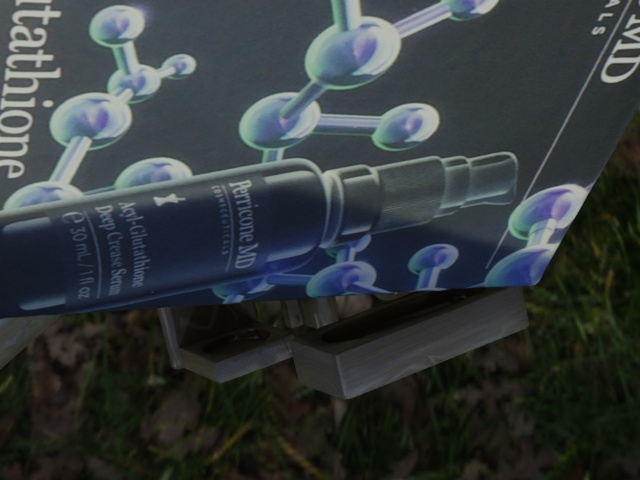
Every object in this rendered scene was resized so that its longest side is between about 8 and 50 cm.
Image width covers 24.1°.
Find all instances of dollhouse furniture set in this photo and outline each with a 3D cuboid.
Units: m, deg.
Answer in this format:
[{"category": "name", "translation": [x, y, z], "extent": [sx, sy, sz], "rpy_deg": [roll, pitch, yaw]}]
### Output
[{"category": "dollhouse furniture set", "translation": [0.000, 0.000, 0.798], "extent": [0.144, 0.151, 0.123], "rpy_deg": [-19, 104, -26]}]

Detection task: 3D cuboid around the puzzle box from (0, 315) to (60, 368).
[{"category": "puzzle box", "translation": [-0.373, -0.021, 0.885], "extent": [0.272, 0.052, 0.409], "rpy_deg": [-41, 73, -1]}]

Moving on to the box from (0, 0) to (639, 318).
[{"category": "box", "translation": [-0.064, -0.138, 0.614], "extent": [0.395, 0.212, 0.293], "rpy_deg": [-3, 141, -21]}]
